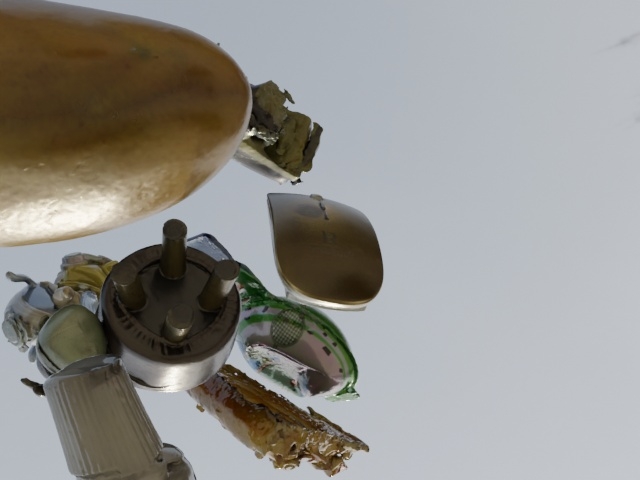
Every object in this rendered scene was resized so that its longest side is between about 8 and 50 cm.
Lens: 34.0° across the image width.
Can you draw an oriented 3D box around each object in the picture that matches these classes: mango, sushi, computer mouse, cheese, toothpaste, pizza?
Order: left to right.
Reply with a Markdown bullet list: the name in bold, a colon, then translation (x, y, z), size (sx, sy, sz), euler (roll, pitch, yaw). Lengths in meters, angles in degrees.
- **mango**: translation (-0.292, -0.125, 1.100), size (0.445, 0.300, 0.232), euler (-7, -123, -1)
- **toothpaste**: translation (-0.078, 0.195, 0.559), size (0.099, 0.068, 0.282), euler (-28, -80, -40)
- **sushi**: translation (-0.122, -0.200, 1.470), size (0.291, 0.131, 0.139), euler (30, -113, -20)
- **pizza**: translation (-0.081, 0.222, 1.356), size (0.074, 0.251, 0.287), euler (-57, -31, -3)
- **cheese**: translation (-0.068, 0.110, 1.385), size (0.320, 0.204, 0.083), euler (46, -125, -20)
- **computer mouse**: translation (0.001, -0.001, 0.976), size (0.102, 0.199, 0.045), euler (11, -63, -12)

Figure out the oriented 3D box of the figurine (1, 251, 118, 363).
- **figurine**: translation (-0.320, 0.088, 1.350), size (0.184, 0.208, 0.128), euler (-21, -67, -34)

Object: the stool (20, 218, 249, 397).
- **stool**: translation (-0.158, 0.067, 0.909), size (0.217, 0.121, 0.125), euler (-16, -119, -20)
